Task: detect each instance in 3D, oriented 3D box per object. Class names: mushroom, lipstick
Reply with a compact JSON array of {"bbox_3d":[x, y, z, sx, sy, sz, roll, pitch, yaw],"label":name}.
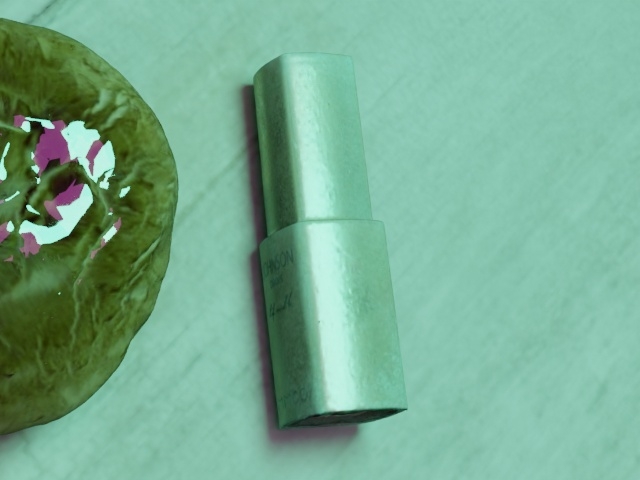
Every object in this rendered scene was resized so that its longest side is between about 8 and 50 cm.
[{"bbox_3d":[-0.221,-0.015,1.155,0.278,0.146,0.278,0,91,-11],"label":"mushroom"},{"bbox_3d":[0.000,0.000,1.309,0.077,0.079,0.252,-1,76,-27],"label":"lipstick"}]
